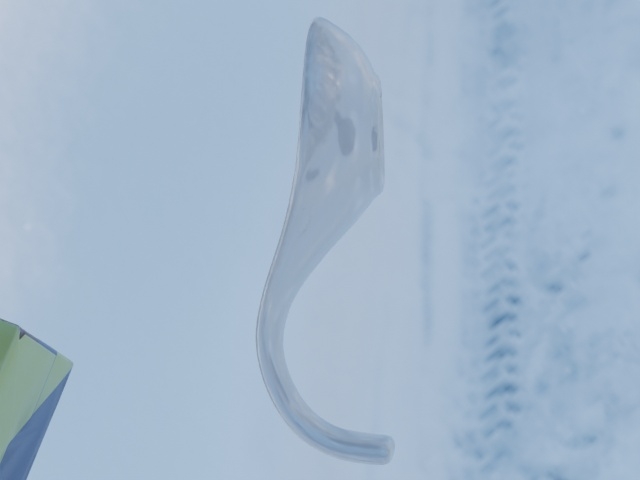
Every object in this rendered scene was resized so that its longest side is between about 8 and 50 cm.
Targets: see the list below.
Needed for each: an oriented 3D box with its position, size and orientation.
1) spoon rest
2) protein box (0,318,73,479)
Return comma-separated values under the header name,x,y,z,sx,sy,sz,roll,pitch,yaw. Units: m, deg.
name,x,y,z,sx,sy,sz,roll,pitch,yaw
spoon rest,0.000,0.000,1.149,0.084,0.276,0.137,-3,-1,5
protein box,-0.300,0.123,1.186,0.201,0.136,0.200,20,80,11
